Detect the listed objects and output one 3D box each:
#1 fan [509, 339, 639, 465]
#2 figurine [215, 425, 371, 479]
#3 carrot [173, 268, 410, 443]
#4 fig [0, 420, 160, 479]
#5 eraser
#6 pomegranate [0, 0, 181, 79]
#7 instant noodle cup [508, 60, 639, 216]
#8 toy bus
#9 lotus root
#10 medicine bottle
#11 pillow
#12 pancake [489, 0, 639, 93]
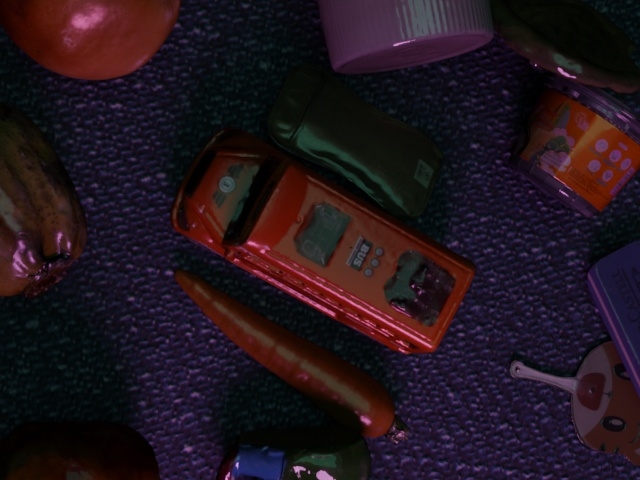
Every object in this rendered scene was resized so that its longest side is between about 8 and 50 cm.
[{"bbox_3d":[0.337,0.189,1.353,0.226,0.008,0.153,16,85,-12],"label":"fan"},{"bbox_3d":[-0.022,0.333,1.219,0.185,0.127,0.234,-3,102,-1],"label":"figurine"},{"bbox_3d":[-0.033,0.136,1.245,0.336,0.069,0.069,34,81,-7],"label":"carrot"},{"bbox_3d":[-0.284,0.319,1.132,0.190,0.190,0.290,25,94,-11],"label":"fig"},{"bbox_3d":[0.407,0.116,1.351,0.082,0.036,0.225,-25,91,-18],"label":"eraser"},{"bbox_3d":[-0.251,-0.276,1.141,0.209,0.209,0.209,0,88,-13],"label":"pomegranate"},{"bbox_3d":[0.305,-0.108,1.285,0.208,0.177,0.126,36,97,15],"label":"instant noodle cup"},{"bbox_3d":[0.000,0.000,1.211,0.329,0.153,0.143,30,84,-10],"label":"toy bus"},{"bbox_3d":[-0.355,-0.069,1.141,0.154,0.154,0.278,-30,96,-12],"label":"lotus root"},{"bbox_3d":[0.067,-0.393,1.200,0.224,0.224,0.385,-11,90,-13],"label":"medicine bottle"},{"bbox_3d":[0.045,-0.119,1.273,0.217,0.033,0.130,29,59,-10],"label":"pillow"},{"bbox_3d":[0.286,-0.245,1.258,0.222,0.236,0.042,35,124,8],"label":"pancake"}]
